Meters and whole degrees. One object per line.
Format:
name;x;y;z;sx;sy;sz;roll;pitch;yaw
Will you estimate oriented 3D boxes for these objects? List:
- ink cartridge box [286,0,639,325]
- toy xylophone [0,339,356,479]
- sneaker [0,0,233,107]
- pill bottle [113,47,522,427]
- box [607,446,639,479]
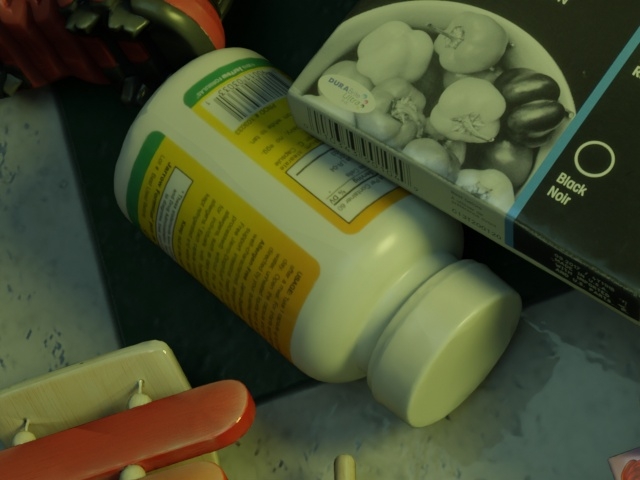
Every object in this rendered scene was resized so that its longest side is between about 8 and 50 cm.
ink cartridge box;0.126;-0.093;0.828;0.206;0.045;0.208;31;72;20
toy xylophone;-0.095;0.179;0.816;0.236;0.081;0.322;-23;36;9
sneaker;-0.158;-0.154;0.994;0.276;0.097;0.135;6;56;31
pill bottle;0.000;0.000;0.883;0.208;0.117;0.117;39;88;24
box;0.277;0.204;0.768;0.201;0.057;0.293;-22;69;10
